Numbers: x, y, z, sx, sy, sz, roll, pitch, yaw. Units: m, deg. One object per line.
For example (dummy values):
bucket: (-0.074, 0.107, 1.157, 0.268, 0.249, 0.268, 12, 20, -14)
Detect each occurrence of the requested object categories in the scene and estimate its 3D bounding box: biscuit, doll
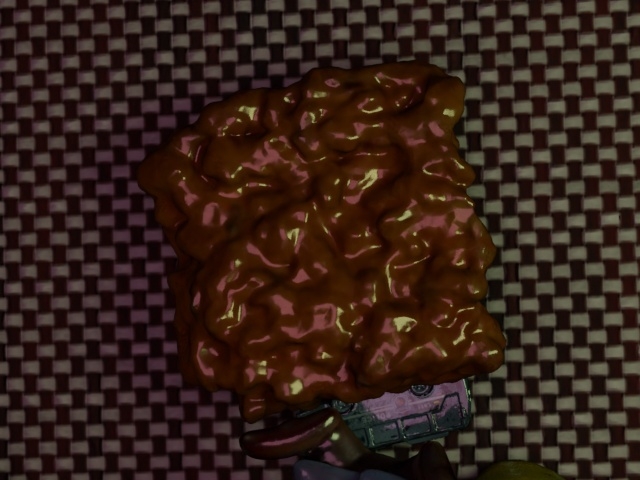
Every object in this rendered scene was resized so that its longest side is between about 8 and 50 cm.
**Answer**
biscuit: (0.000, 0.000, 1.833, 0.318, 0.110, 0.312, -12, 78, 6)
doll: (-0.038, 0.307, 1.731, 0.209, 0.318, 0.340, 45, 69, -20)

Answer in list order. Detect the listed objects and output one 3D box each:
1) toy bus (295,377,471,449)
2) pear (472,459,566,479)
toy bus: (0.062, 0.164, 1.871, 0.166, 0.047, 0.065, -13, 89, 7)
pear: (0.183, 0.272, 1.827, 0.141, 0.104, 0.141, 0, 87, 2)
